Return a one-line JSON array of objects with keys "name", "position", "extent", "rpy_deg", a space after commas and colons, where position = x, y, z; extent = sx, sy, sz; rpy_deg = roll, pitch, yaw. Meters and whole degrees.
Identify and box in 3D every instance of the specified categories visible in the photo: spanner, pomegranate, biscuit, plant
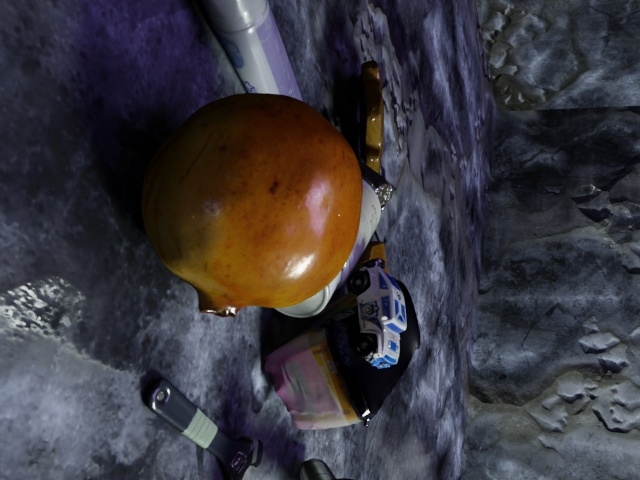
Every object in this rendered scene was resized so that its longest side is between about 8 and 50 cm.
[{"name": "spanner", "position": [-0.153, 0.269, 0.875], "extent": [0.087, 0.024, 0.316], "rpy_deg": [-68, 151, -28]}, {"name": "pomegranate", "position": [-0.081, -0.038, 0.750], "extent": [0.264, 0.264, 0.264], "rpy_deg": [2, 90, -67]}, {"name": "biscuit", "position": [0.104, -0.214, 1.322], "extent": [0.278, 0.043, 0.301], "rpy_deg": [-91, 180, -59]}, {"name": "biscuit", "position": [0.104, 0.109, 1.451], "extent": [0.215, 0.034, 0.182], "rpy_deg": [-55, 140, -49]}, {"name": "plant", "position": [0.063, -0.108, 1.201], "extent": [0.094, 0.143, 0.092], "rpy_deg": [11, 111, -53]}]

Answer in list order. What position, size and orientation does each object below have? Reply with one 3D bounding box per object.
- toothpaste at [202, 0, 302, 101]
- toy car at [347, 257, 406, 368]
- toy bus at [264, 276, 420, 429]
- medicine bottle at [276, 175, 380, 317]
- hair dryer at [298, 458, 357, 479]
[{"name": "toothpaste", "position": [-0.075, -0.242, 0.955], "extent": [0.371, 0.080, 0.125], "rpy_deg": [60, 38, -60]}, {"name": "toy car", "position": [0.091, 0.110, 1.002], "extent": [0.080, 0.070, 0.171], "rpy_deg": [37, 44, -53]}, {"name": "toy bus", "position": [0.053, 0.186, 1.159], "extent": [0.386, 0.162, 0.171], "rpy_deg": [-26, 99, -66]}, {"name": "medicine bottle", "position": [0.000, 0.000, 1.057], "extent": [0.258, 0.143, 0.143], "rpy_deg": [-56, 142, -52]}, {"name": "hair dryer", "position": [0.073, 0.475, 1.017], "extent": [0.156, 0.284, 0.320], "rpy_deg": [-47, 174, -8]}]
